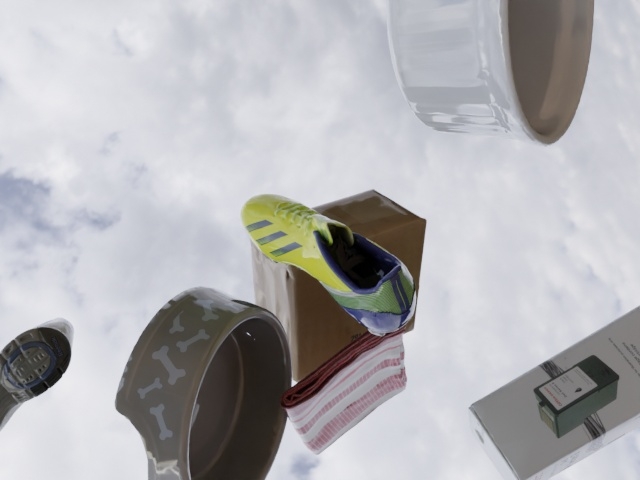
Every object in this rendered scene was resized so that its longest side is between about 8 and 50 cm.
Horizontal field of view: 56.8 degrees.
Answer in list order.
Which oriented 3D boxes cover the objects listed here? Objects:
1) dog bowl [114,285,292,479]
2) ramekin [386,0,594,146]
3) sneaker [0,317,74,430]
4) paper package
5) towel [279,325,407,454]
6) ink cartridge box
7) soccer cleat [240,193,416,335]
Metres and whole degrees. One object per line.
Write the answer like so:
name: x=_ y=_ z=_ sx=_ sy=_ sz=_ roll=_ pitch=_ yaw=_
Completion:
dog bowl: x=-0.151 y=0.246 z=0.883 sx=0.349 sy=0.102 sz=0.349 roll=5 pitch=-90 yaw=-66
ramekin: x=0.187 y=-0.241 z=0.636 sx=0.277 sy=0.135 sz=0.277 roll=-14 pitch=-73 yaw=-51
sneaker: x=-0.490 y=0.228 z=0.906 sx=0.111 sy=0.297 sz=0.129 roll=55 pitch=180 yaw=-12
paper package: x=0.033 y=0.086 z=1.207 sx=0.325 sy=0.309 sz=0.168 roll=-19 pitch=-144 yaw=-31
towel: x=0.057 y=0.273 z=1.056 sx=0.237 sy=0.329 sz=0.037 roll=-34 pitch=-121 yaw=-13
ink cartridge box: x=0.374 y=0.244 z=0.867 sx=0.121 sy=0.289 sz=0.211 roll=60 pitch=180 yaw=32
soccer cleat: x=0.001 y=0.000 z=0.719 sx=0.093 sy=0.121 sz=0.289 roll=-38 pitch=-128 yaw=-21
